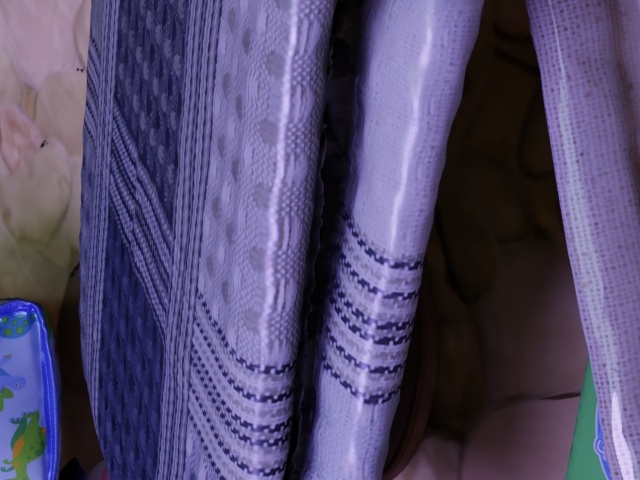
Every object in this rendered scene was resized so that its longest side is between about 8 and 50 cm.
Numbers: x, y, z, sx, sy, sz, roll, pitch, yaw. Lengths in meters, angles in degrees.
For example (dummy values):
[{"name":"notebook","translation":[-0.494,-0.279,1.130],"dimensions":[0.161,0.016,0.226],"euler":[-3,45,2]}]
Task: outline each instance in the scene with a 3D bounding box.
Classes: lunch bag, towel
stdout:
[{"name":"lunch bag","translation":[-0.155,0.102,0.758],"dimensions":[0.129,0.096,0.151],"euler":[169,98,-78]},{"name":"towel","translation":[-0.033,-0.023,0.560],"dimensions":[0.312,0.056,0.324],"euler":[-121,33,-62]}]

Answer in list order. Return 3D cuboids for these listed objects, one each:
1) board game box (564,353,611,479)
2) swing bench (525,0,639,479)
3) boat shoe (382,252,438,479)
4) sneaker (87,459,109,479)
[{"name":"board game box","translation":[0.219,0.013,0.404],"dimensions":[0.316,0.064,0.242],"euler":[24,115,40]},{"name":"swing bench","translation":[0.117,-0.009,0.311],"dimensions":[0.165,0.255,0.253],"euler":[-11,93,11]},{"name":"boat shoe","translation":[0.000,0.000,0.623],"dimensions":[0.073,0.073,0.207],"euler":[16,112,42]},{"name":"sneaker","translation":[-0.058,0.154,0.739],"dimensions":[0.070,0.051,0.134],"euler":[-21,70,24]}]
